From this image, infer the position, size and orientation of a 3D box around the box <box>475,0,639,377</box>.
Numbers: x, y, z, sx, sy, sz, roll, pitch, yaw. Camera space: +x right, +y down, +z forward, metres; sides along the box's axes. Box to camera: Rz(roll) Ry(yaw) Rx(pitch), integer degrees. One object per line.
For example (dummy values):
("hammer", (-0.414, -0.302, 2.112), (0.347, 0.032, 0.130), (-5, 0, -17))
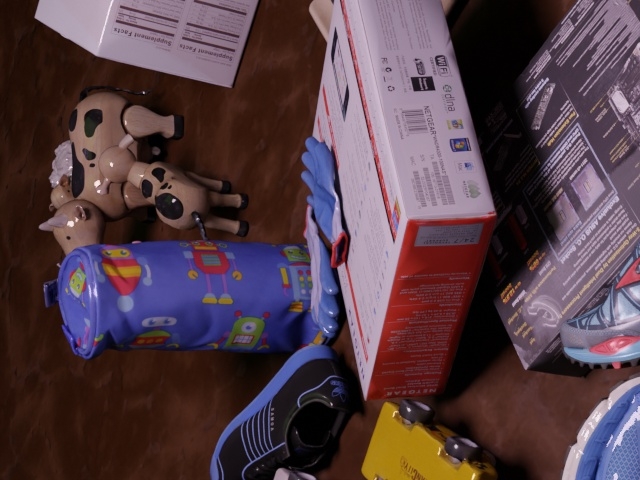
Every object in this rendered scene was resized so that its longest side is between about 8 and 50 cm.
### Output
("box", (0.248, -0.068, 1.578), (0.307, 0.076, 0.242), (-54, 42, 33))

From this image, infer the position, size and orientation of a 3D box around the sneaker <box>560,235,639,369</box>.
("sneaker", (0.298, 0.024, 1.444), (0.262, 0.104, 0.125), (-25, 79, 40))

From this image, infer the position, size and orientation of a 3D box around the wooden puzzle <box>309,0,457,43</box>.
("wooden puzzle", (0.076, -0.287, 1.916), (0.239, 0.044, 0.221), (-58, 40, 29))

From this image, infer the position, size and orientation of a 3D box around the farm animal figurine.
("farm animal figurine", (-0.253, -0.056, 2.221), (0.330, 0.172, 0.327), (-42, 49, 42))

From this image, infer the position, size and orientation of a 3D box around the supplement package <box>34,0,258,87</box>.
("supplement package", (-0.194, -0.354, 2.191), (0.199, 0.198, 0.263), (33, 108, 53))

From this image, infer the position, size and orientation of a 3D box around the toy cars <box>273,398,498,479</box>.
("toy cars", (0.066, 0.266, 1.756), (0.393, 0.087, 0.176), (-38, 46, 49))

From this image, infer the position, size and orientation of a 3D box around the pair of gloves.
("pair of gloves", (0.000, 0.000, 1.821), (0.198, 0.023, 0.159), (96, 166, -45))

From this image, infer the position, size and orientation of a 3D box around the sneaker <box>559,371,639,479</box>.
("sneaker", (0.271, 0.262, 1.442), (0.147, 0.130, 0.330), (16, 98, 42))

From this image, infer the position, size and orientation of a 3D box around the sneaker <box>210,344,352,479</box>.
("sneaker", (-0.044, 0.220, 1.924), (0.232, 0.081, 0.090), (-56, 33, 29))

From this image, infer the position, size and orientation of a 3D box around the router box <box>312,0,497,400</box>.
("router box", (0.070, -0.067, 1.704), (0.301, 0.082, 0.335), (100, 163, -54))

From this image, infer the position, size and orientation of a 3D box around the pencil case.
("pencil case", (-0.133, 0.067, 1.901), (0.119, 0.306, 0.133), (58, 140, 45))
